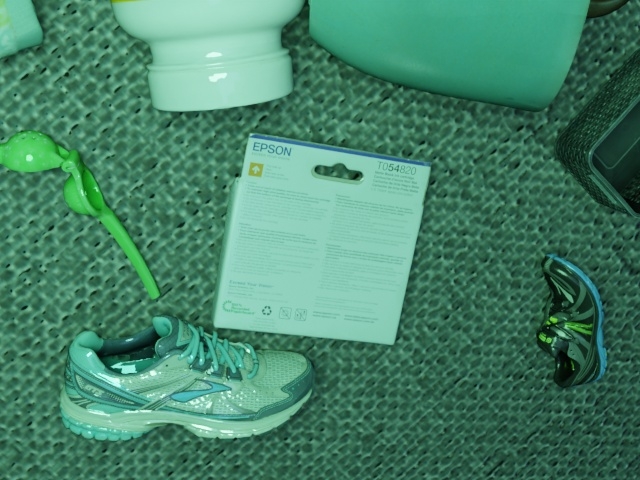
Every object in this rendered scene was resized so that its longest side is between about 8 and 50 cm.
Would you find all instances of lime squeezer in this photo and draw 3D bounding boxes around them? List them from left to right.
[{"bbox_3d":[-0.278,-0.045,0.930,0.310,0.059,0.110,29,95,-21],"label":"lime squeezer"}]

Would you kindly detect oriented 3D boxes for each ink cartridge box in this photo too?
[{"bbox_3d":[0.000,0.000,1.024,0.223,0.045,0.224,8,102,-17],"label":"ink cartridge box"}]

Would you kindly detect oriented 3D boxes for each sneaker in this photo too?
[{"bbox_3d":[-0.139,0.144,0.979,0.283,0.110,0.122,-4,119,-15],"label":"sneaker"},{"bbox_3d":[0.308,0.106,1.127,0.078,0.067,0.188,-22,112,-15],"label":"sneaker"}]

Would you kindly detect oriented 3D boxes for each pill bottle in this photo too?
[{"bbox_3d":[-0.112,-0.297,0.838,0.187,0.188,0.334,-10,108,-13],"label":"pill bottle"}]

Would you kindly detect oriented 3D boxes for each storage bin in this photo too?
[{"bbox_3d":[0.387,-0.131,1.076,0.122,0.084,0.180,42,90,-21],"label":"storage bin"}]

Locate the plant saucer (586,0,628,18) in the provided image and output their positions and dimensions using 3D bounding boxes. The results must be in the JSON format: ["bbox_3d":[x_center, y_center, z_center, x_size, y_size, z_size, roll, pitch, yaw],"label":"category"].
[{"bbox_3d":[0.319,-0.341,1.030,0.168,0.029,0.169,-4,106,-15],"label":"plant saucer"}]

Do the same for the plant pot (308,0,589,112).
[{"bbox_3d":[0.109,-0.279,0.861,0.235,0.293,0.293,5,104,-2],"label":"plant pot"}]

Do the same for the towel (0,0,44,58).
[{"bbox_3d":[-0.457,-0.303,0.777,0.320,0.090,0.375,-23,106,-17],"label":"towel"}]
